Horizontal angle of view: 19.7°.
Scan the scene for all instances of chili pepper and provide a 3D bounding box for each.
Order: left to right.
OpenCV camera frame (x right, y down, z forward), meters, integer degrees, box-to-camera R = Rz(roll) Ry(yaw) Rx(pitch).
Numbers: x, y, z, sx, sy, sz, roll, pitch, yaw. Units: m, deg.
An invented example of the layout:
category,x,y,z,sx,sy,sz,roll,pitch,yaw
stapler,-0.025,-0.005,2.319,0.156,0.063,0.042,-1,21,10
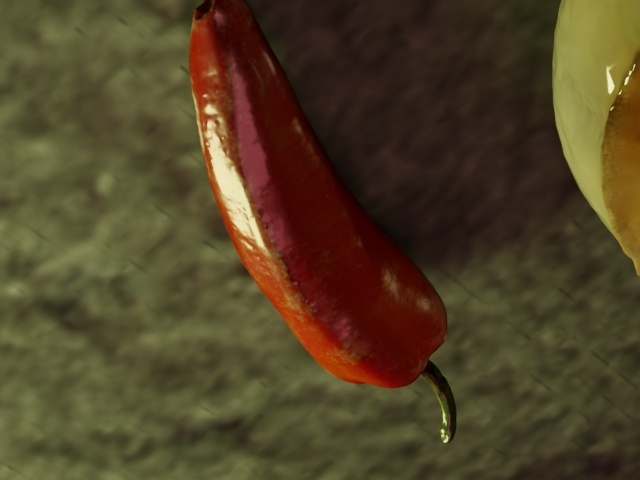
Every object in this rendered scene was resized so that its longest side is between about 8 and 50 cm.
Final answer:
category,x,y,z,sx,sy,sz,roll,pitch,yaw
chili pepper,0.000,0.000,0.825,0.063,0.071,0.272,4,139,41

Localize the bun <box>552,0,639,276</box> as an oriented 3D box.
category,x,y,z,sx,sy,sz,roll,pitch,yaw
bun,0.241,-0.091,0.722,0.299,0.165,0.299,3,140,3
